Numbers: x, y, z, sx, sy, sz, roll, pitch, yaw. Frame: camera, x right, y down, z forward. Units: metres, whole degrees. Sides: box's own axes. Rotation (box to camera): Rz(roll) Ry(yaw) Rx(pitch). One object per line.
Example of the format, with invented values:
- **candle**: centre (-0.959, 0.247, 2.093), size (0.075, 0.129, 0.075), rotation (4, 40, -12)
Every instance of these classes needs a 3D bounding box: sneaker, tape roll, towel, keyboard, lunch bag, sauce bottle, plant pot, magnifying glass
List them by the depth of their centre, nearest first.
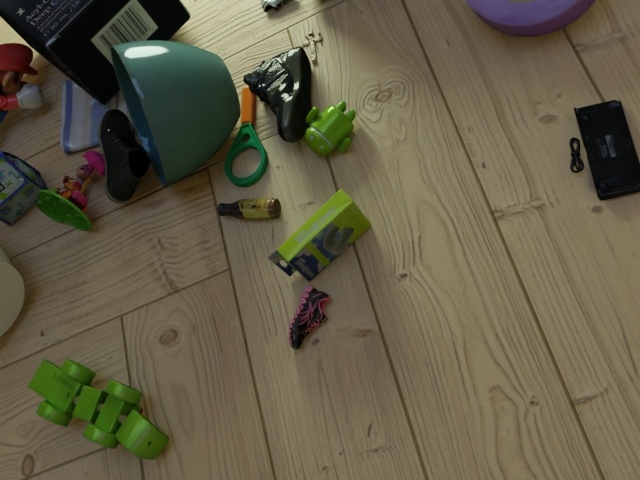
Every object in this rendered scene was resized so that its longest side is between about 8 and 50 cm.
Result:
- **keyboard**: centre (0.472, -0.151, 1.366), size (0.108, 0.023, 0.180), rotation (-11, 62, 12)
- **sneaker**: centre (-0.018, 0.140, 1.438), size (0.057, 0.047, 0.119), rotation (17, 76, 17)
- **tape roll**: centre (0.384, -0.518, 1.475), size (0.274, 0.090, 0.275), rotation (0, 91, 23)
- **sauce bottle**: centre (-0.141, -0.061, 1.581), size (0.128, 0.042, 0.042), rotation (-2, 67, 22)
- **plant pot**: centre (-0.276, -0.279, 1.627), size (0.195, 0.290, 0.290), rotation (-23, 57, -15)
- **sneaker**: centre (-0.088, -0.284, 1.637), size (0.130, 0.087, 0.228), rotation (-12, 60, 20)
- **magnifying glass**: centre (-0.151, -0.216, 1.670), size (0.092, 0.026, 0.231), rotation (-10, 65, 20)
- **sneaker**: centre (-0.406, -0.199, 1.709), size (0.118, 0.083, 0.222), rotation (-34, 59, 45)
- **sneaker**: centre (-0.092, -0.526, 1.784), size (0.083, 0.032, 0.037), rotation (-11, 77, 25)
- **lunch bag**: centre (-0.702, -0.121, 1.791), size (0.128, 0.151, 0.096), rotation (-40, 57, 1)
- **towel**: centre (-0.475, -0.322, 1.854), size (0.284, 0.034, 0.209), rotation (-15, 63, 17)

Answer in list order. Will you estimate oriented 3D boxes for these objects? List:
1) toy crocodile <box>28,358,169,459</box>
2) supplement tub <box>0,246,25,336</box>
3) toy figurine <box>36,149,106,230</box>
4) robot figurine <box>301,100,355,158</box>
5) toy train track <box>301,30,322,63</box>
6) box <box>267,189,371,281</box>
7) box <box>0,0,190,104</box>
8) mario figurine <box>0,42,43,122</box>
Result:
- **toy crocodile**: centre (-0.422, 0.308, 1.511), size (0.340, 0.105, 0.115), rotation (14, 74, 33)
- **supplement tub**: centre (-0.803, 0.066, 1.697), size (0.331, 0.241, 0.241), rotation (28, 80, 31)
- **toy figurine**: centre (-0.519, -0.121, 1.755), size (0.173, 0.130, 0.159), rotation (-2, 49, 49)
- **robot figurine**: centre (0.018, -0.214, 1.566), size (0.101, 0.067, 0.115), rotation (44, 87, 3)
- **toy train track**: centre (-0.019, -0.410, 1.704), size (0.048, 0.014, 0.083), rotation (-16, 62, 17)
- **box**: centre (0.000, 0.000, 1.451), size (0.178, 0.109, 0.042), rotation (-43, 59, 1)
- **box**: centre (-0.548, -0.546, 1.857), size (0.293, 0.212, 0.395), rotation (-48, 53, -7)
- **mario figurine**: centre (-0.775, -0.324, 1.960), size (0.198, 0.170, 0.321), rotation (28, 90, -5)
